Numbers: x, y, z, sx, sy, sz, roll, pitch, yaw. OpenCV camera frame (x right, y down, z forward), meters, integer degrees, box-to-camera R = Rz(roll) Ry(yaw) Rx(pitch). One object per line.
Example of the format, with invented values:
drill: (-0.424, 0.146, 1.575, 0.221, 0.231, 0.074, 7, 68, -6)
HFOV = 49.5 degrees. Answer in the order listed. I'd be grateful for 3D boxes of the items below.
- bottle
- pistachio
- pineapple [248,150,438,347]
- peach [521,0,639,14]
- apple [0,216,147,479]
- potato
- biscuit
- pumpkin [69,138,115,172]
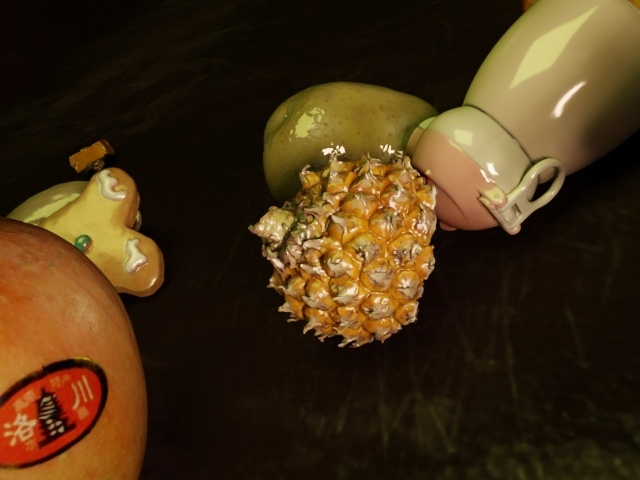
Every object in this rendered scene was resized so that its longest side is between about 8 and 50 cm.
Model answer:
bottle: (0.182, -0.104, 0.633, 0.236, 0.147, 0.147, -42, 31, 1)
pistachio: (-0.377, -0.001, 1.010, 0.238, 0.138, 0.153, -30, 57, -3)
pineapple: (0.002, 0.000, 0.593, 0.176, 0.136, 0.161, -63, 29, 22)
peach: (0.376, -0.372, 0.723, 0.380, 0.242, 0.306, -41, 36, -11)
apple: (-0.306, 0.156, 0.583, 0.338, 0.305, 0.338, -17, 24, 8)
potato: (0.040, -0.095, 0.735, 0.194, 0.157, 0.157, -12, 35, 9)
biscuit: (-0.370, 0.054, 0.895, 0.339, 0.047, 0.216, -27, 69, -1)
pumpkin: (-0.449, -0.164, 1.378, 0.074, 0.054, 0.083, -30, 10, 0)
